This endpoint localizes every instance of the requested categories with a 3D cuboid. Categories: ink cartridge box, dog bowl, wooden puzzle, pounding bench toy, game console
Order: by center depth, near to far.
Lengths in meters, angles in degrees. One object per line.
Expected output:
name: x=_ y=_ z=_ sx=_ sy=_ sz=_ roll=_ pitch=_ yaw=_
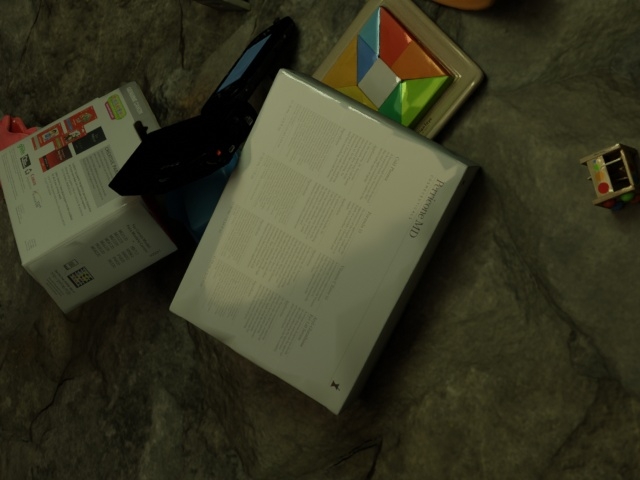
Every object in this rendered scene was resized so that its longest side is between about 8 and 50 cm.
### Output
pounding bench toy: x=0.357 y=-0.076 z=1.176 sx=0.083 sy=0.052 sz=0.065 roll=-24 pitch=71 yaw=34
wooden puzzle: x=0.086 y=-0.217 z=1.410 sx=0.221 sy=0.044 sz=0.238 roll=-51 pitch=58 yaw=24
game console: x=-0.151 y=-0.199 z=1.464 sx=0.213 sy=0.044 sz=0.361 roll=-11 pitch=38 yaw=42
dog bowl: x=-0.140 y=-0.020 z=1.554 sx=0.166 sy=0.074 sz=0.297 roll=-31 pitch=68 yaw=33
ink cartridge box: x=-0.349 y=-0.080 z=1.608 sx=0.272 sy=0.130 sz=0.309 roll=-30 pitch=44 yaw=-1

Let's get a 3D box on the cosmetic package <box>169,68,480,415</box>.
cosmetic package: x=0.000 y=0.000 z=1.368 sx=0.284 sy=0.097 sz=0.377 roll=31 pitch=105 yaw=17

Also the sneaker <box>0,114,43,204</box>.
sneaker: x=-0.527 y=-0.135 z=1.846 sx=0.314 sy=0.116 sz=0.136 roll=33 pitch=105 yaw=36

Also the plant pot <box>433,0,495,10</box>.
plant pot: x=0.144 y=-0.451 z=1.256 sx=0.291 sy=0.291 sz=0.203 roll=32 pitch=89 yaw=36

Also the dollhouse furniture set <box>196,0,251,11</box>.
dollhouse furniture set: x=-0.121 y=-0.431 z=1.540 sx=0.184 sy=0.129 sz=0.129 roll=9 pitch=91 yaw=39

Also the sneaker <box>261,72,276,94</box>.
sneaker: x=-0.057 y=-0.180 z=1.511 sx=0.075 sy=0.057 sz=0.161 roll=-46 pitch=63 yaw=20
